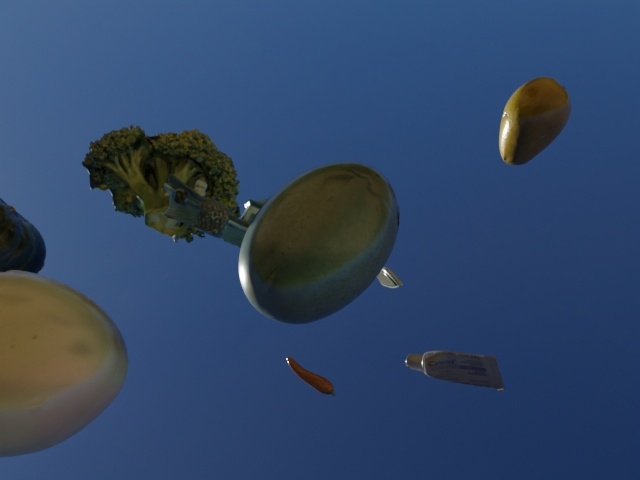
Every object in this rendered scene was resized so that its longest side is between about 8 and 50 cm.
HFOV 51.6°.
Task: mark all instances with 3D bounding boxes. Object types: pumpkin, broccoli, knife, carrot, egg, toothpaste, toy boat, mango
[{"bbox_3d":[-0.825,-0.004,1.623,0.300,0.300,0.207,30,-109,25],"label":"pumpkin"},{"bbox_3d":[-0.333,-0.140,1.486,0.375,0.249,0.302,30,173,-22],"label":"broccoli"},{"bbox_3d":[0.143,0.079,1.584,0.027,0.061,0.343,-33,-174,-6],"label":"knife"},{"bbox_3d":[-0.023,0.317,1.539,0.142,0.035,0.035,32,-135,12],"label":"carrot"},{"bbox_3d":[0.000,0.000,0.842,0.169,0.169,0.236,37,-98,30],"label":"egg"},{"bbox_3d":[-0.470,0.186,1.013,0.344,0.283,0.283,0,-141,7],"label":"egg"},{"bbox_3d":[0.356,0.343,1.787,0.282,0.099,0.069,1,-121,43],"label":"toothpaste"},{"bbox_3d":[-0.144,-0.044,1.082,0.237,0.109,0.098,23,-97,-10],"label":"toy boat"},{"bbox_3d":[0.405,-0.226,1.281,0.137,0.195,0.098,-13,-124,-30],"label":"mango"}]
